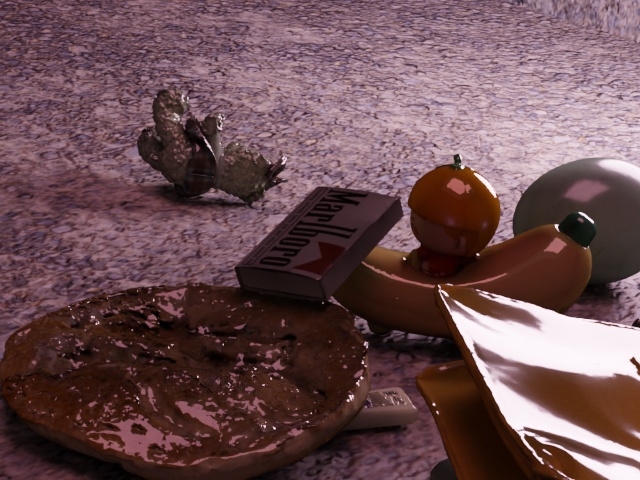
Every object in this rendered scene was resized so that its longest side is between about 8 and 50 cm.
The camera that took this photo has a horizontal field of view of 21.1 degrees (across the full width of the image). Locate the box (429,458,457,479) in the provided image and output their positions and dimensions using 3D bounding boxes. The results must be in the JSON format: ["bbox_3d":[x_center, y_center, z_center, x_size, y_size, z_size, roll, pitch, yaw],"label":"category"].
[{"bbox_3d":[0.270,0.324,1.409,0.396,0.111,0.396,9,20,1],"label":"box"}]

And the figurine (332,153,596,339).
[{"bbox_3d":[0.155,0.018,1.989,0.324,0.222,0.124,8,23,-7],"label":"figurine"}]

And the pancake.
[{"bbox_3d":[-0.136,0.137,1.745,0.386,0.082,0.387,1,22,-1],"label":"pancake"}]

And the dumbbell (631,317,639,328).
[{"bbox_3d":[0.468,0.146,1.996,0.081,0.082,0.254,-12,30,-44],"label":"dumbbell"}]

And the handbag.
[{"bbox_3d":[0.246,0.180,1.459,0.283,0.133,0.401,8,19,-12],"label":"handbag"}]

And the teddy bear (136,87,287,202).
[{"bbox_3d":[-0.156,-0.110,2.332,0.213,0.133,0.111,26,43,5],"label":"teddy bear"}]

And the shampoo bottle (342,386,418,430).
[{"bbox_3d":[0.030,0.178,1.784,0.141,0.034,0.049,-3,36,-28],"label":"shampoo bottle"}]

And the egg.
[{"bbox_3d":[0.357,-0.025,2.262,0.230,0.168,0.168,-6,26,-31],"label":"egg"}]

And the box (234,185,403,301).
[{"bbox_3d":[0.000,0.000,1.886,0.115,0.036,0.177,8,36,31],"label":"box"}]
